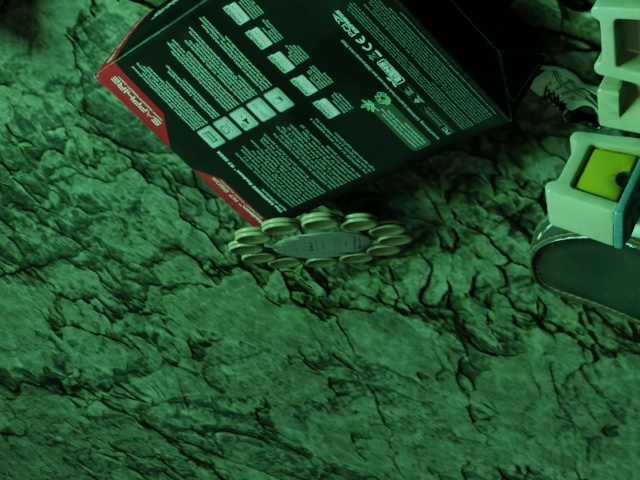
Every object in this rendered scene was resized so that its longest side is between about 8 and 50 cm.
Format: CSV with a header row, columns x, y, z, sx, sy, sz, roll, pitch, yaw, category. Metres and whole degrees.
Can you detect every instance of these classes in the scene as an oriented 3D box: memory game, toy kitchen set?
x,y,z,sx,sy,sz,roll,pitch,yaw,category
0.000,0.000,1.492,0.186,0.012,0.186,-3,165,-1,memory game
0.243,-0.120,1.110,0.122,0.166,0.207,14,142,25,toy kitchen set

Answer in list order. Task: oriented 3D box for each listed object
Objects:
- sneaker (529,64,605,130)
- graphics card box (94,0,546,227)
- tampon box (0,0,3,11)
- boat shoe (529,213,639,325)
x,y,z,sx,sy,sz,roll,pitch,yaw,category
0.205,-0.118,1.257,0.083,0.037,0.032,22,146,16,sneaker
-0.012,-0.154,1.332,0.233,0.094,0.371,44,145,-17,graphics card box
-0.379,-0.262,1.457,0.101,0.120,0.161,26,145,7,tampon box
0.333,0.044,1.276,0.355,0.130,0.132,7,138,31,boat shoe
